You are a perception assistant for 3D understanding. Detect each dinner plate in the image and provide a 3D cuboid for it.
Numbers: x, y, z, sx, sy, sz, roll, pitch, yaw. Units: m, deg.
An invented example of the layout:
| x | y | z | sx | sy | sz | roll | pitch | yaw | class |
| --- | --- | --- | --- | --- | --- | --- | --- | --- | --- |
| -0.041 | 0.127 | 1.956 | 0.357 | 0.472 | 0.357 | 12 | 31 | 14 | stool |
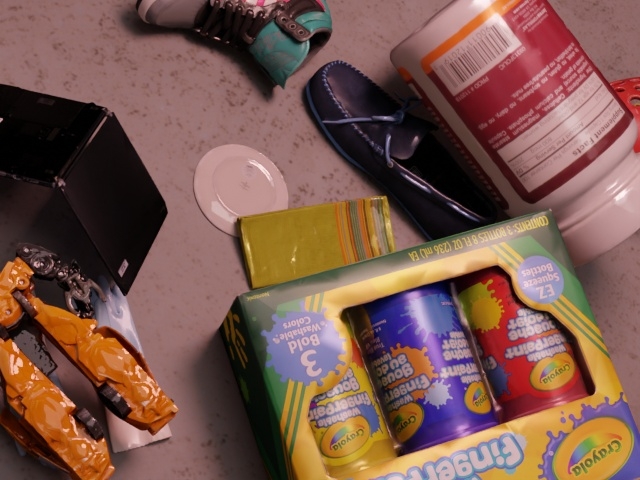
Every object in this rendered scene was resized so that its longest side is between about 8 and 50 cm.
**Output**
| x | y | z | sx | sy | sz | roll | pitch | yaw | class |
| --- | --- | --- | --- | --- | --- | --- | --- | --- | --- |
| -0.106 | -0.070 | 1.910 | 0.141 | 0.017 | 0.141 | 12 | 62 | -24 | dinner plate |

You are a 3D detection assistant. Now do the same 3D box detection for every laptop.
| x | y | z | sx | sy | sz | roll | pitch | yaw | class |
| --- | --- | --- | --- | --- | --- | --- | --- | --- | --- |
| -0.333 | -0.072 | 1.728 | 0.264 | 0.137 | 0.234 | 12 | 28 | 1 | laptop |

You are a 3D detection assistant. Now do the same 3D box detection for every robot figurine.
| x | y | z | sx | sy | sz | roll | pitch | yaw | class |
| --- | --- | --- | --- | --- | --- | --- | --- | --- | --- |
| -0.318 | 0.146 | 1.631 | 0.291 | 0.085 | 0.211 | 46 | 67 | 5 | robot figurine |

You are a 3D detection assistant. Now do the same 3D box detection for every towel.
| x | y | z | sx | sy | sz | roll | pitch | yaw | class |
| --- | --- | --- | --- | --- | --- | --- | --- | --- | --- |
| 0.000 | 0.000 | 1.921 | 0.237 | 0.021 | 0.102 | -9 | 83 | -30 | towel |

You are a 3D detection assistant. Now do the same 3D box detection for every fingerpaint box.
| x | y | z | sx | sy | sz | roll | pitch | yaw | class |
| --- | --- | --- | --- | --- | --- | --- | --- | --- | --- |
| 0.143 | 0.200 | 1.771 | 0.444 | 0.163 | 0.371 | -14 | 76 | -17 | fingerpaint box |

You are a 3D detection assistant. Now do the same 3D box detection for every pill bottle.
| x | y | z | sx | sy | sz | roll | pitch | yaw | class |
| --- | --- | --- | --- | --- | --- | --- | --- | --- | --- |
| 0.296 | -0.170 | 1.933 | 0.224 | 0.224 | 0.392 | -42 | 97 | -34 | pill bottle |

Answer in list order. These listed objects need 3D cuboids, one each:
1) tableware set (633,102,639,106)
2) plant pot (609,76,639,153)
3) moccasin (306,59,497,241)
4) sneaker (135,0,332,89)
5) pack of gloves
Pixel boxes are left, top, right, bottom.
| x | y | z | sx | sy | sz | roll | pitch | yaw | class |
| --- | --- | --- | --- | --- | --- | --- | --- | --- | --- |
| 0.528 | -0.156 | 2.275 | 0.104 | 0.024 | 0.154 | -2 | 70 | -28 | tableware set |
| 0.445 | -0.147 | 2.134 | 0.174 | 0.191 | 0.191 | -12 | 74 | -22 | plant pot |
| 0.131 | -0.139 | 2.003 | 0.342 | 0.117 | 0.138 | 43 | 56 | -4 | moccasin |
| -0.099 | -0.295 | 1.955 | 0.295 | 0.124 | 0.178 | -14 | 66 | -33 | sneaker |
| -0.297 | 0.151 | 1.694 | 0.195 | 0.046 | 0.232 | -12 | 74 | -32 | pack of gloves |
